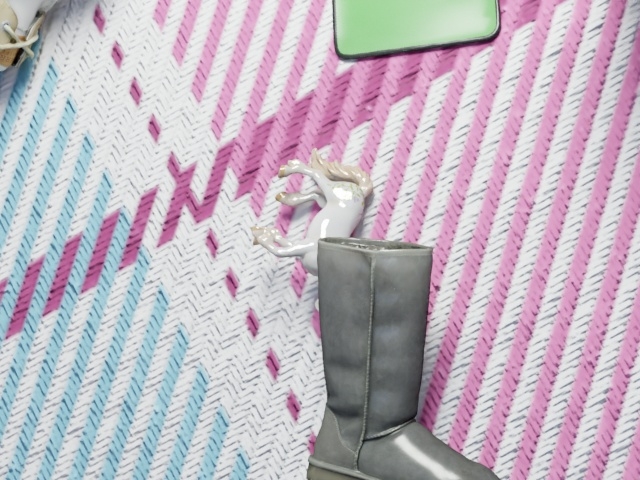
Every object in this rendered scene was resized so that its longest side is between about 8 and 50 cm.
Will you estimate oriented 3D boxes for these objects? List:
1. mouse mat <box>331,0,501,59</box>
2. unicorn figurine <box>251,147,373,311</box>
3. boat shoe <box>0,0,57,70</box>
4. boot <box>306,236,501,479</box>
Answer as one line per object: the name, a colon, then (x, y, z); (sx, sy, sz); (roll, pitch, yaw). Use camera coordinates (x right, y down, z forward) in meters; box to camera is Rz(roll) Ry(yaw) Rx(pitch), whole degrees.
mouse mat: (0.081, -0.259, 1.583); (0.152, 0.007, 0.190); (-6, 76, 16)
unicorn figurine: (0.000, 0.000, 1.521); (0.111, 0.060, 0.162); (20, 79, 9)
boat shoe: (-0.305, -0.206, 1.642); (0.302, 0.113, 0.103); (-28, 73, 21)
boot: (0.074, 0.108, 1.450); (0.189, 0.076, 0.209); (10, 91, 17)
